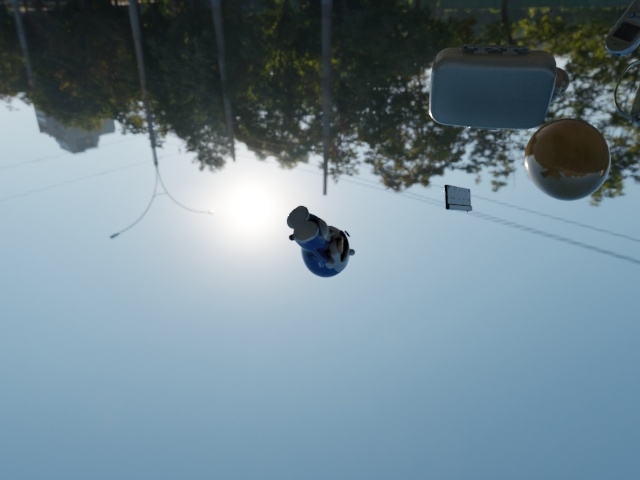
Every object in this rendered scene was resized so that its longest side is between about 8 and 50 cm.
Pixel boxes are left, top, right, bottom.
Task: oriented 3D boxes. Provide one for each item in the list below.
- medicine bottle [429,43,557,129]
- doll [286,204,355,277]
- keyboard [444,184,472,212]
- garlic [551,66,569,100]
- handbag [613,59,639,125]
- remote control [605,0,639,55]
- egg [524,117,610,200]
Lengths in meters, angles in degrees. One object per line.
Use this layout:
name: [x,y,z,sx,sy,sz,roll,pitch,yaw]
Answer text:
medicine bottle: [0.541,-0.483,1.626,0.375,0.282,0.123,6,-130,14]
doll: [0.000,0.000,1.525,0.161,0.257,0.215,-23,-124,11]
keyboard: [0.534,-0.158,1.959,0.018,0.101,0.309,-5,180,32]
garlic: [0.760,-0.529,1.808,0.227,0.228,0.152,-22,-105,-38]
handbag: [1.068,-0.476,1.645,0.219,0.079,0.256,22,-107,10]
remote control: [0.914,-0.638,1.449,0.087,0.244,0.047,43,-165,33]
egg: [0.966,-0.317,1.992,0.301,0.301,0.374,-1,-145,0]
